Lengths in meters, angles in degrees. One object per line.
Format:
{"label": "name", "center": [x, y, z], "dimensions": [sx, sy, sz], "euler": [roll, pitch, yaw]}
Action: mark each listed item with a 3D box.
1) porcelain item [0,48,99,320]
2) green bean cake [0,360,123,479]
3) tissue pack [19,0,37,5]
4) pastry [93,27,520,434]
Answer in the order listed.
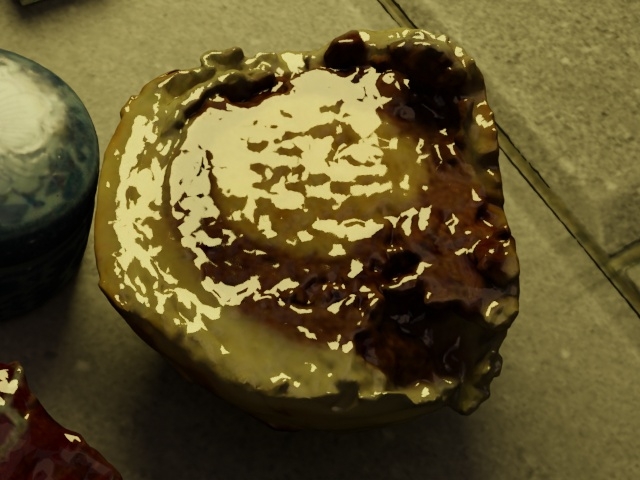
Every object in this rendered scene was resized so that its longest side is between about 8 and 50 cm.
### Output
{"label": "porcelain item", "center": [-0.209, -0.036, 0.840], "dimensions": [0.147, 0.114, 0.147], "euler": [7, 57, -11]}
{"label": "green bean cake", "center": [-0.152, 0.183, 0.722], "dimensions": [0.232, 0.097, 0.198], "euler": [30, 54, 5]}
{"label": "tissue pack", "center": [-0.205, -0.241, 0.996], "dimensions": [0.085, 0.079, 0.111], "euler": [-27, 69, -28]}
{"label": "pastry", "center": [-0.006, 0.007, 0.847], "dimensions": [0.236, 0.170, 0.256], "euler": [-7, 63, 3]}
